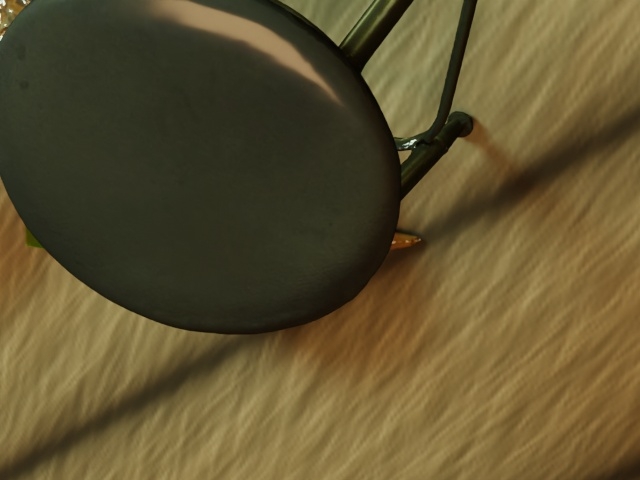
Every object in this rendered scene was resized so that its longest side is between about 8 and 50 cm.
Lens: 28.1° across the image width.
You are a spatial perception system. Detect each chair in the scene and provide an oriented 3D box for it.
[{"bbox_3d":[-0.049,-0.163,1.031,0.362,0.410,0.364,16,132,6],"label":"chair"}]

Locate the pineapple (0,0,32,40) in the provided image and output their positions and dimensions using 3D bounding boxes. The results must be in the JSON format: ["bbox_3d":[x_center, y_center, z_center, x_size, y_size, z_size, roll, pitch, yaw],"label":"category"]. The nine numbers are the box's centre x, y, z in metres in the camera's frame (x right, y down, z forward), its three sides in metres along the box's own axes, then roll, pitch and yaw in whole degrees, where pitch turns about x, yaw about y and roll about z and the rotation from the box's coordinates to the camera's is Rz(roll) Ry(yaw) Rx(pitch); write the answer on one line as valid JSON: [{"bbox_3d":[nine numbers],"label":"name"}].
[{"bbox_3d":[-0.365,-0.129,1.278,0.310,0.141,0.170,-42,125,6],"label":"pineapple"}]

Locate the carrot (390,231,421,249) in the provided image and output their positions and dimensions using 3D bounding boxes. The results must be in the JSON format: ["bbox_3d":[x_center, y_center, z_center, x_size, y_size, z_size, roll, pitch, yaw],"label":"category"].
[{"bbox_3d":[0.000,0.000,1.372,0.216,0.048,0.048,-2,121,11],"label":"carrot"}]

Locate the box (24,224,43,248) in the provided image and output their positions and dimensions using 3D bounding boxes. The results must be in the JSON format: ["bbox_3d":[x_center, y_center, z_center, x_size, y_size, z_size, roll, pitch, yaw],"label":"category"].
[{"bbox_3d":[-0.237,-0.031,1.426,0.193,0.030,0.121,12,124,8],"label":"box"}]
